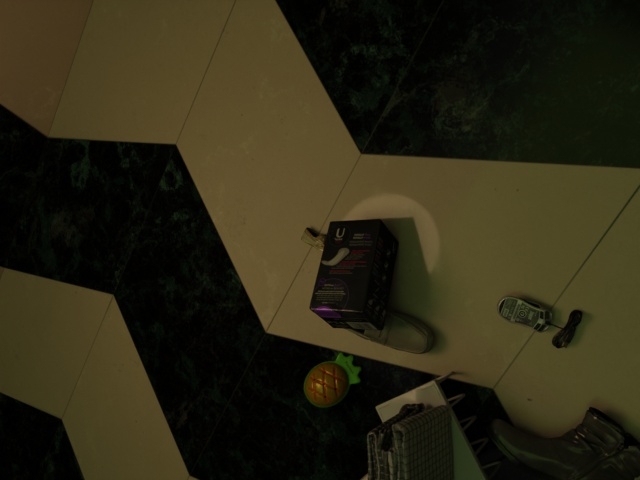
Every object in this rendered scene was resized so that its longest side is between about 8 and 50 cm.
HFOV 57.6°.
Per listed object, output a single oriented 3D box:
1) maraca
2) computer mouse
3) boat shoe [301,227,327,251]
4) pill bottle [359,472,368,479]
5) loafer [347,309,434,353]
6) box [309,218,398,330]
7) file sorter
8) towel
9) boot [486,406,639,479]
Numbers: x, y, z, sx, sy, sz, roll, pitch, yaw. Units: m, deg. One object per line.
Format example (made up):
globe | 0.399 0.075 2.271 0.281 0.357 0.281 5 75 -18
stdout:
maraca | 0.035 0.417 1.741 0.185 0.099 0.127 -37 75 1
computer mouse | 0.539 0.188 1.454 0.192 0.042 0.106 24 110 22
boat shoe | 0.000 0.000 1.759 0.135 0.050 0.045 24 110 28
pill bottle | 0.230 0.774 1.596 0.318 0.176 0.176 49 115 19
loafer | 0.161 0.243 1.641 0.319 0.111 0.112 15 101 30
box | 0.096 0.093 1.592 0.165 0.143 0.271 -1 63 31
file sorter | 0.316 0.509 1.529 0.192 0.173 0.278 -34 76 29
towel | 0.204 0.538 1.365 0.121 0.235 0.284 -2 92 39
boot | 0.596 0.484 1.408 0.338 0.118 0.223 32 106 14
